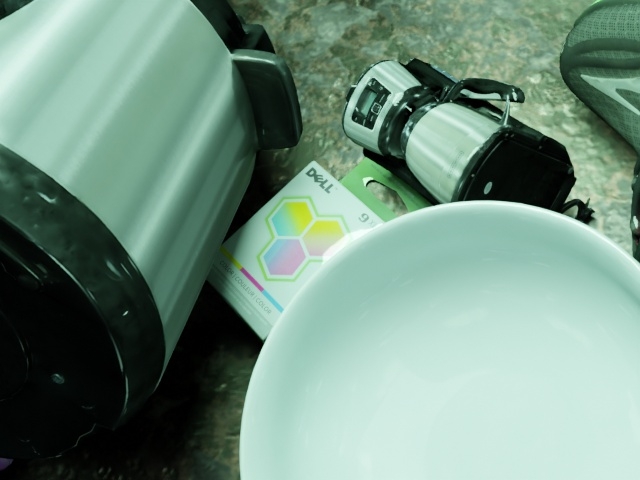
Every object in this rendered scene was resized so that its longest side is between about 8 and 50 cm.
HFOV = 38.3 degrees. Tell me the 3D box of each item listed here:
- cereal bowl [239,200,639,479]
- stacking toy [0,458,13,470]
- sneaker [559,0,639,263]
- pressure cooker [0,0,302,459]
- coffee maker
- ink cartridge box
[{"bbox_3d":[0.118,0.149,0.689,0.339,0.141,0.339,-11,66,25],"label":"cereal bowl"},{"bbox_3d":[-0.345,0.189,0.850,0.302,0.166,0.175,-33,48,-18],"label":"stacking toy"},{"bbox_3d":[0.315,-0.016,0.703,0.202,0.185,0.483,-27,57,-2],"label":"sneaker"},{"bbox_3d":[-0.250,-0.078,0.790,0.375,0.370,0.420,-44,18,43],"label":"pressure cooker"},{"bbox_3d":[0.125,-0.074,0.829,0.120,0.171,0.178,-45,45,0],"label":"coffee maker"},{"bbox_3d":[0.000,0.000,0.867,0.209,0.062,0.109,-42,58,-7],"label":"ink cartridge box"}]
